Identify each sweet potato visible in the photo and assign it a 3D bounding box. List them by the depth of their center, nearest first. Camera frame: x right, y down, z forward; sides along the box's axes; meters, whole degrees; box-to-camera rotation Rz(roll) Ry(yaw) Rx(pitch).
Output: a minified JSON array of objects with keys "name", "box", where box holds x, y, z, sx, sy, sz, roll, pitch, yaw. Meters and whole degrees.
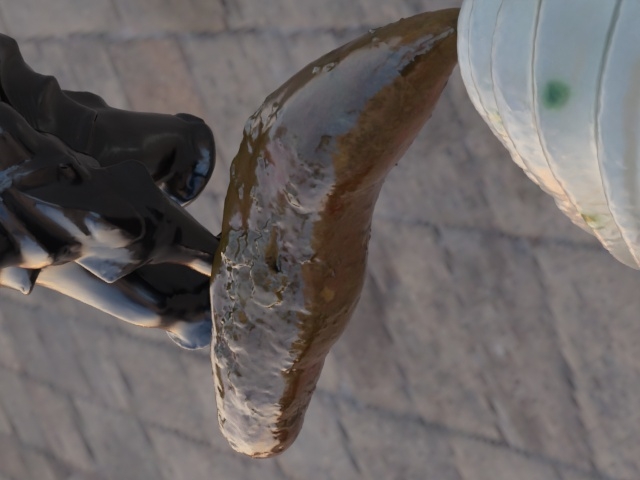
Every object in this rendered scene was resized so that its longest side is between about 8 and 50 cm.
[{"name":"sweet potato","box":[-0.012,-0.008,1.096,0.106,0.095,0.355,21,123,-6]}]

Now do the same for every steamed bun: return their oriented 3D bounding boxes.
[{"name":"steamed bun","box":[0.123,-0.046,0.658,0.183,0.106,0.183,40,177,2]}]

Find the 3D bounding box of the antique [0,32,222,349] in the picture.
[{"name":"antique","box":[-0.210,-0.039,1.276,0.322,0.255,0.185,20,90,43]}]
